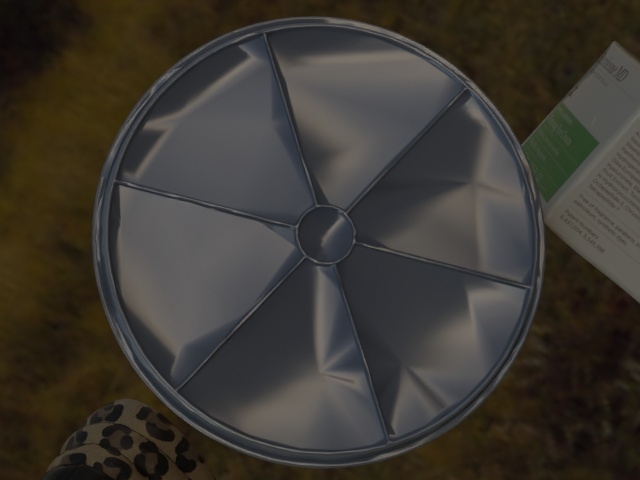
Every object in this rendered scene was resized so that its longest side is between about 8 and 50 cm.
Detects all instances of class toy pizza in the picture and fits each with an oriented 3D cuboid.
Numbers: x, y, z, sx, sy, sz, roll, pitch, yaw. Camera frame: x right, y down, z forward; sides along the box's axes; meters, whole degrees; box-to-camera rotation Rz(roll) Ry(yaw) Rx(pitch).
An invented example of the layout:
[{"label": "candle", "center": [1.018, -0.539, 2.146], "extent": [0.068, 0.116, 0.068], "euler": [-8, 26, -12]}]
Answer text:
[{"label": "toy pizza", "center": [0.000, 0.000, 0.743], "extent": [0.201, 0.201, 0.032], "euler": [-63, 4, -13]}]

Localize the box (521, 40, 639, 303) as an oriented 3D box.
[{"label": "box", "center": [0.160, -0.026, 0.810], "extent": [0.087, 0.102, 0.101], "euler": [-48, 14, 11]}]

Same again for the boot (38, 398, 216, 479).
[{"label": "boot", "center": [-0.140, 0.305, 0.980], "extent": [0.138, 0.377, 0.284], "euler": [3, 35, 30]}]
